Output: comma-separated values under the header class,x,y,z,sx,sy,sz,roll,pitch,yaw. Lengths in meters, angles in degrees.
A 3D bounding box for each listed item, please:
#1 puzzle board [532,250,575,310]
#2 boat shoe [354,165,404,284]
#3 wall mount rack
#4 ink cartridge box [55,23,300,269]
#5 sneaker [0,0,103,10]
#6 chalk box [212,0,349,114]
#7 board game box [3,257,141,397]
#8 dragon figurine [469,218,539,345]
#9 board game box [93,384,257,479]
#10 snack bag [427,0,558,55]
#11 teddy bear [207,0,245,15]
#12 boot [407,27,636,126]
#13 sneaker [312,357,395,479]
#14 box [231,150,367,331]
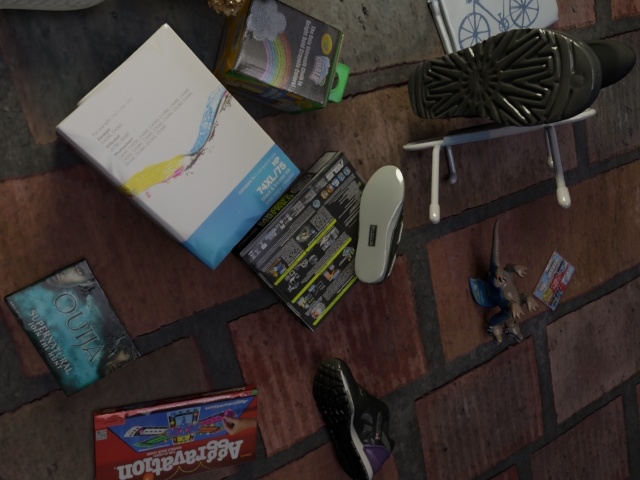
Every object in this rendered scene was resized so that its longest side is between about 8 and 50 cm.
class,x,y,z,sx,sy,sz,roll,pitch,yaw
puzzle board,0.597,0.104,1.322,0.096,0.011,0.128,33,82,-27
boat shoe,0.113,-0.027,0.960,0.070,0.077,0.220,16,87,-62
wall mount rack,0.321,-0.143,0.949,0.304,0.349,0.131,-42,121,-62
ink cartridge box,-0.214,-0.130,0.768,0.197,0.198,0.270,-49,116,-12
sneaker,-0.462,-0.385,0.649,0.365,0.135,0.150,-9,67,-38
chalk box,-0.054,-0.295,0.864,0.212,0.132,0.133,15,90,-29
board game box,-0.385,0.137,0.818,0.126,0.026,0.186,-30,110,-20
dragon figurine,0.400,0.107,1.179,0.085,0.144,0.290,-21,88,-21
board game box,-0.249,0.349,0.920,0.281,0.027,0.145,-2,100,-27
snack bag,0.346,-0.556,1.076,0.323,0.037,0.343,-34,114,-17
teddy bear,-0.125,-0.411,0.737,0.337,0.113,0.245,-25,69,-18
boot,0.447,-0.305,0.963,0.444,0.367,0.146,-12,110,-31
sneaker,0.075,0.344,1.059,0.124,0.107,0.284,-29,114,-36
box,0.000,0.000,0.975,0.270,0.060,0.216,-47,115,-13
